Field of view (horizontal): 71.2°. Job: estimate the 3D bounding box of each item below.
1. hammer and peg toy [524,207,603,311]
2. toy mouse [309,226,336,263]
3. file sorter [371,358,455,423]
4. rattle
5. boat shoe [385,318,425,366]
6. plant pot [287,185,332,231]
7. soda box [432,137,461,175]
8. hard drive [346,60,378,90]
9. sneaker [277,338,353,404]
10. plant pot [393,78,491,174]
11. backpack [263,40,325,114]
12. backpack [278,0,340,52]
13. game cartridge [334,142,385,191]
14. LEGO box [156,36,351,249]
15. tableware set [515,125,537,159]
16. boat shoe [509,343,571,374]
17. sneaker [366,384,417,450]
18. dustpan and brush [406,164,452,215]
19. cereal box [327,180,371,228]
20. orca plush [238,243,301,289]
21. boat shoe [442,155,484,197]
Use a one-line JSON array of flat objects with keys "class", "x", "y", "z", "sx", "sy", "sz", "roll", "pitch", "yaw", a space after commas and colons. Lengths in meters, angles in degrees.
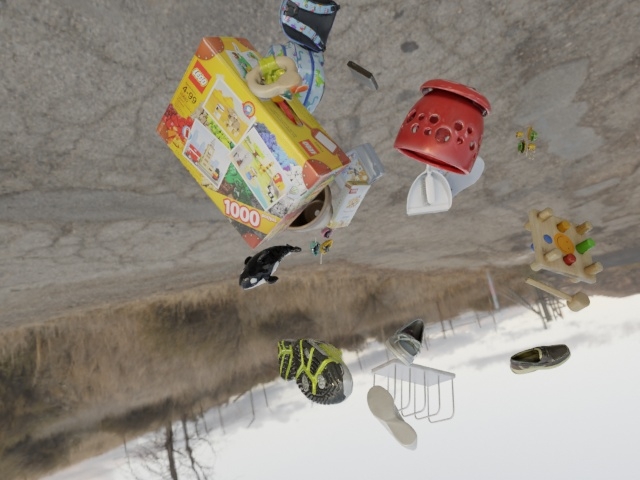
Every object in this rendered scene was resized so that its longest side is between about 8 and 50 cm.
[{"class": "hammer and peg toy", "x": 0.898, "y": 0.061, "z": 1.653, "sx": 0.265, "sy": 0.362, "sz": 0.127, "roll": 17, "pitch": 147, "yaw": -12}, {"class": "toy mouse", "x": 0.000, "y": 0.000, "z": 1.640, "sx": 0.161, "sy": 0.031, "sz": 0.143, "roll": -59, "pitch": 150, "yaw": 4}, {"class": "file sorter", "x": 0.362, "y": 0.598, "z": 1.761, "sx": 0.277, "sy": 0.173, "sz": 0.193, "roll": 18, "pitch": 147, "yaw": -15}, {"class": "rattle", "x": -0.083, "y": -0.345, "z": 1.069, "sx": 0.130, "sy": 0.199, "sz": 0.143, "roll": -36, "pitch": 144, "yaw": -25}, {"class": "boat shoe", "x": 0.327, "y": 0.368, "z": 1.654, "sx": 0.103, "sy": 0.118, "sz": 0.320, "roll": -54, "pitch": 165, "yaw": 15}, {"class": "plant pot", "x": -0.050, "y": -0.143, "z": 1.893, "sx": 0.262, "sy": 0.263, "sz": 0.229, "roll": -17, "pitch": 160, "yaw": 17}, {"class": "soda box", "x": 0.450, "y": -0.286, "z": 1.624, "sx": 0.091, "sy": 0.098, "sz": 0.286, "roll": 20, "pitch": 166, "yaw": 9}, {"class": "hard drive", "x": 0.144, "y": -0.553, "z": 1.501, "sx": 0.022, "sy": 0.094, "sz": 0.135, "roll": -56, "pitch": 168, "yaw": 10}, {"class": "sneaker", "x": 0.003, "y": 0.309, "z": 1.139, "sx": 0.147, "sy": 0.145, "sz": 0.384, "roll": -1, "pitch": 179, "yaw": -21}, {"class": "plant pot", "x": 0.289, "y": -0.262, "z": 1.033, "sx": 0.191, "sy": 0.174, "sz": 0.191, "roll": 23, "pitch": -173, "yaw": -3}, {"class": "backpack", "x": -0.118, "y": -0.545, "z": 1.612, "sx": 0.273, "sy": 0.291, "sz": 0.355, "roll": 12, "pitch": 157, "yaw": -40}, {"class": "backpack", "x": -0.053, "y": -0.659, "z": 1.320, "sx": 0.173, "sy": 0.117, "sz": 0.158, "roll": 3, "pitch": 117, "yaw": -40}, {"class": "game cartridge", "x": 0.178, "y": -0.348, "z": 2.231, "sx": 0.062, "sy": 0.198, "sz": 0.297, "roll": -30, "pitch": 177, "yaw": -41}, {"class": "LEGO box", "x": -0.215, "y": -0.288, "z": 1.362, "sx": 0.372, "sy": 0.500, "sz": 0.193, "roll": -44, "pitch": 174, "yaw": 37}, {"class": "tableware set", "x": 0.687, "y": -0.334, "z": 1.499, "sx": 0.024, "sy": 0.104, "sz": 0.154, "roll": 1, "pitch": -156, "yaw": 6}, {"class": "boat shoe", "x": 0.805, "y": 0.427, "z": 1.638, "sx": 0.223, "sy": 0.080, "sz": 0.074, "roll": -19, "pitch": 128, "yaw": 7}, {"class": "sneaker", "x": 0.212, "y": 0.535, "z": 1.332, "sx": 0.080, "sy": 0.212, "sz": 0.094, "roll": -32, "pitch": 136, "yaw": -7}, {"class": "dustpan and brush", "x": 0.336, "y": -0.189, "z": 1.389, "sx": 0.147, "sy": 0.212, "sz": 0.060, "roll": -7, "pitch": -174, "yaw": -5}, {"class": "cereal box", "x": 0.128, "y": -0.170, "z": 2.112, "sx": 0.173, "sy": 0.047, "sz": 0.240, "roll": -12, "pitch": 136, "yaw": -54}, {"class": "orca plush", "x": -0.192, "y": 0.077, "z": 1.714, "sx": 0.287, "sy": 0.151, "sz": 0.102, "roll": -23, "pitch": 152, "yaw": -29}, {"class": "boat shoe", "x": 0.444, "y": -0.204, "z": 1.514, "sx": 0.095, "sy": 0.084, "sz": 0.258, "roll": 32, "pitch": 131, "yaw": -15}]
